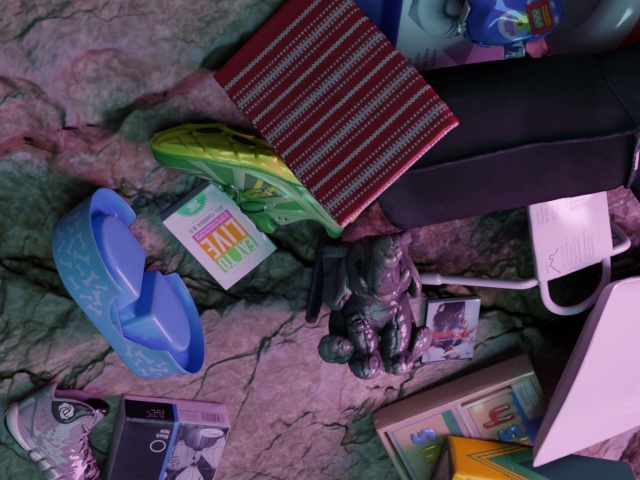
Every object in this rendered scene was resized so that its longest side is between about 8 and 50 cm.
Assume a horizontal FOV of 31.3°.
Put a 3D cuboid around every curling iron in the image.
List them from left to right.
[{"bbox_3d":[0.000,0.000,1.628,0.068,0.035,0.274,3,122,-5],"label":"curling iron"}]

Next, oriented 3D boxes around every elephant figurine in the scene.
[{"bbox_3d":[0.078,0.054,1.566,0.169,0.186,0.239,-29,127,-41],"label":"elephant figurine"}]

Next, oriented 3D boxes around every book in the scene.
[{"bbox_3d":[-0.140,-0.012,1.589,0.096,0.035,0.144,-37,121,5],"label":"book"}]

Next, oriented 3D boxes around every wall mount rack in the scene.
[{"bbox_3d":[0.282,-0.043,1.626,0.304,0.130,0.350,-19,124,-6],"label":"wall mount rack"}]

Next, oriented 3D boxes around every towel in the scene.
[{"bbox_3d":[0.013,-0.178,1.411,0.199,0.275,0.031,-43,163,13],"label":"towel"}]

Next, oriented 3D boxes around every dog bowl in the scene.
[{"bbox_3d":[-0.257,0.068,1.535,0.074,0.166,0.297,-21,125,13],"label":"dog bowl"}]

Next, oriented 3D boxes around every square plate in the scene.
[{"bbox_3d":[0.485,0.173,1.786,0.344,0.049,0.347,-9,128,-39],"label":"square plate"}]

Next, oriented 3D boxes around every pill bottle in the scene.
[{"bbox_3d":[0.464,-0.263,1.494,0.323,0.181,0.181,19,115,-24],"label":"pill bottle"}]

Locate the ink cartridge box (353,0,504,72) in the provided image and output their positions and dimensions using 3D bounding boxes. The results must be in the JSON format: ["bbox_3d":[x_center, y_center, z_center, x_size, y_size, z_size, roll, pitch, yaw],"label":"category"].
[{"bbox_3d":[0.138,-0.260,1.494,0.224,0.045,0.223,-2,121,-13],"label":"ink cartridge box"}]

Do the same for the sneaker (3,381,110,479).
[{"bbox_3d":[-0.347,0.303,1.680,0.132,0.086,0.228,-36,108,1],"label":"sneaker"}]

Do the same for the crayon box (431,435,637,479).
[{"bbox_3d":[0.312,0.507,1.870,0.313,0.106,0.363,9,119,-9],"label":"crayon box"}]

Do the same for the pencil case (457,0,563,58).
[{"bbox_3d":[0.198,-0.374,1.359,0.133,0.119,0.306,-21,111,-7],"label":"pencil case"}]

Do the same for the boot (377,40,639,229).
[{"bbox_3d":[0.293,-0.063,1.438,0.445,0.146,0.367,-10,112,20],"label":"boot"}]

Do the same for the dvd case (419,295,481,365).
[{"bbox_3d":[0.201,0.141,1.780,0.087,0.013,0.119,-3,123,-12],"label":"dvd case"}]

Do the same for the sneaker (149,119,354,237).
[{"bbox_3d":[-0.084,-0.072,1.497,0.296,0.109,0.123,17,113,-11],"label":"sneaker"}]

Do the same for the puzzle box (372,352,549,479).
[{"bbox_3d":[0.285,0.393,1.894,0.272,0.052,0.409,-23,119,10],"label":"puzzle box"}]

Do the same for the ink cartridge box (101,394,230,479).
[{"bbox_3d":[-0.260,0.393,1.791,0.165,0.065,0.332,7,120,-19],"label":"ink cartridge box"}]
